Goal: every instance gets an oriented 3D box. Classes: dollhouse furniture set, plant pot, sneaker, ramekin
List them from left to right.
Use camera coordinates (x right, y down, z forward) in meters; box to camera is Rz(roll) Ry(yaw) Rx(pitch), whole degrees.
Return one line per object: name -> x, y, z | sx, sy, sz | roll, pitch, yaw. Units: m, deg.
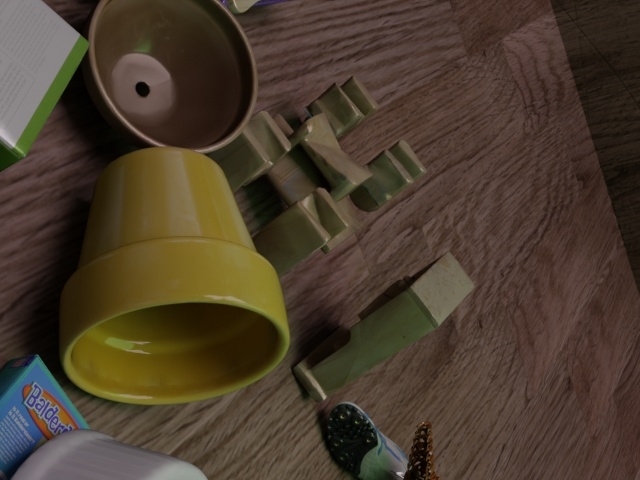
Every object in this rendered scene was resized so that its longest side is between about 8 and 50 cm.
ramekin -> -0.211, 0.340, 1.027 | 0.277, 0.135, 0.277 | 4, 90, -67
plant pot -> -0.206, -0.210, 1.291 | 0.237, 0.109, 0.237 | 10, 72, -33
plant pot -> -0.177, 0.033, 1.181 | 0.254, 0.254, 0.239 | 34, 36, -47
dollhouse furniture set -> 0.000, 0.000, 1.534 | 0.394, 0.256, 0.362 | 53, 34, 1
sneaker -> 0.080, 0.335, 1.608 | 0.237, 0.085, 0.086 | 56, 15, -28

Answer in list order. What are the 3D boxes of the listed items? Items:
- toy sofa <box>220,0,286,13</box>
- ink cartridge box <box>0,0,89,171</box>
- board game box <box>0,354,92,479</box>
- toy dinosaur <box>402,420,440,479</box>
toy sofa -> -0.119, -0.418, 1.495 | 0.362, 0.150, 0.177 | -30, 109, -57
ink cartridge box -> -0.393, -0.215, 1.051 | 0.255, 0.097, 0.189 | 42, 46, -29
board game box -> -0.321, 0.246, 1.039 | 0.160, 0.047, 0.210 | 62, 36, -23
toy dinosaur -> 0.114, 0.437, 1.539 | 0.218, 0.164, 0.322 | -6, 89, -59
